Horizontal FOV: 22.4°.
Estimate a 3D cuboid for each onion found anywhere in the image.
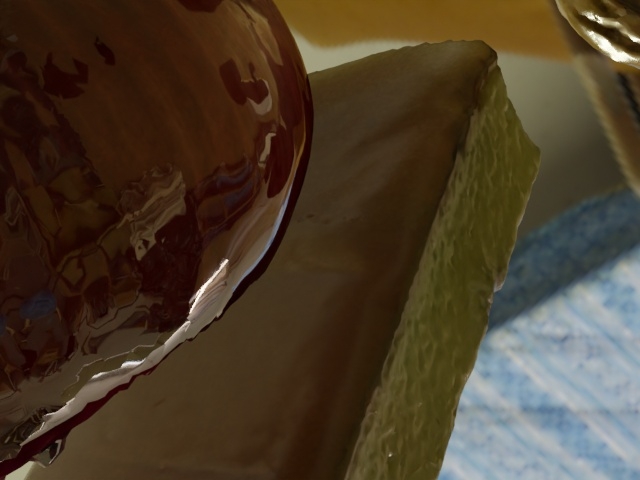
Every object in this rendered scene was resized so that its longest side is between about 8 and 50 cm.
[{"bbox_3d":[-0.124,-0.013,0.413,0.161,0.248,0.248,58,172,-31],"label":"onion"}]

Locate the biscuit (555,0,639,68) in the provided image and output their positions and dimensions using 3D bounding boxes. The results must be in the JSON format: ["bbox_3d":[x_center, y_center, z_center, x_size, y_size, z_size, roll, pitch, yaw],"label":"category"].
[{"bbox_3d":[0.232,-0.156,0.729,0.064,0.283,0.432,114,146,-58],"label":"biscuit"}]

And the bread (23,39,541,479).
[{"bbox_3d":[-0.032,0.083,0.561,0.138,0.361,0.077,-7,135,35],"label":"bread"}]
